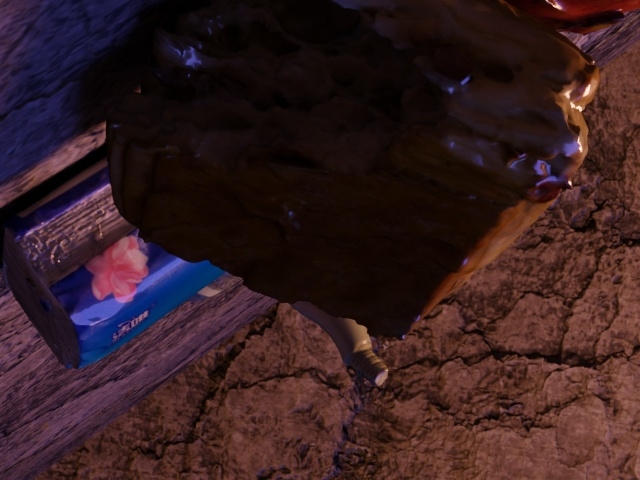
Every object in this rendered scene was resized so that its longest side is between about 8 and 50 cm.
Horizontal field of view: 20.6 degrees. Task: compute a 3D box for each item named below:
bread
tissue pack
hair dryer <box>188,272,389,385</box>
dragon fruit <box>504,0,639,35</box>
[{"bbox_3d":[0.017,-0.097,1.295,0.370,0.314,0.191,118,-6,-62],"label":"bread"},{"bbox_3d":[-0.144,-0.011,1.575,0.269,0.137,0.209,-33,171,-19],"label":"tissue pack"},{"bbox_3d":[-0.001,-0.041,1.742,0.119,0.298,0.296,22,92,-61],"label":"hair dryer"},{"bbox_3d":[0.195,-0.264,1.223,0.250,0.250,0.315,-35,-173,-12],"label":"dragon fruit"}]
